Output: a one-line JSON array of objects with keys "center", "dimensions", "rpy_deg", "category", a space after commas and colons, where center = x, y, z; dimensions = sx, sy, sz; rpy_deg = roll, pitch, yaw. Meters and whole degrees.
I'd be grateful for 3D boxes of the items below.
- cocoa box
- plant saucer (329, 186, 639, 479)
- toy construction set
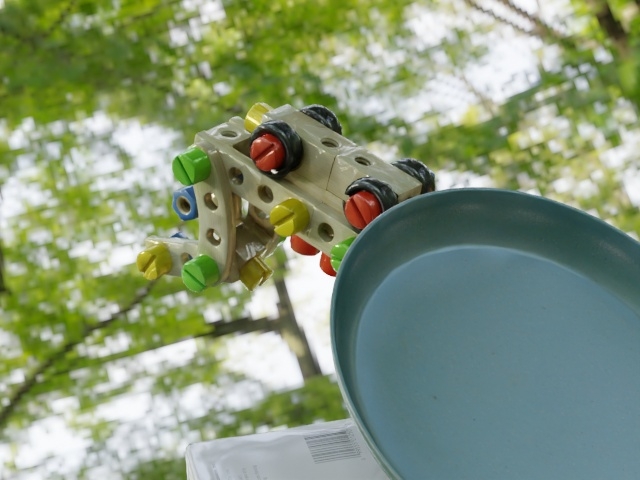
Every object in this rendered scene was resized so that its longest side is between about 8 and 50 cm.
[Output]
[{"center": [-0.016, 0.400, 1.840], "dimensions": [0.231, 0.347, 0.228], "rpy_deg": [-8, -66, -11], "category": "cocoa box"}, {"center": [0.149, 0.098, 1.040], "dimensions": [0.317, 0.317, 0.043], "rpy_deg": [-5, -37, -29], "category": "plant saucer"}, {"center": [0.000, 0.000, 1.367], "dimensions": [0.151, 0.328, 0.215], "rpy_deg": [-48, -23, -54], "category": "toy construction set"}]
